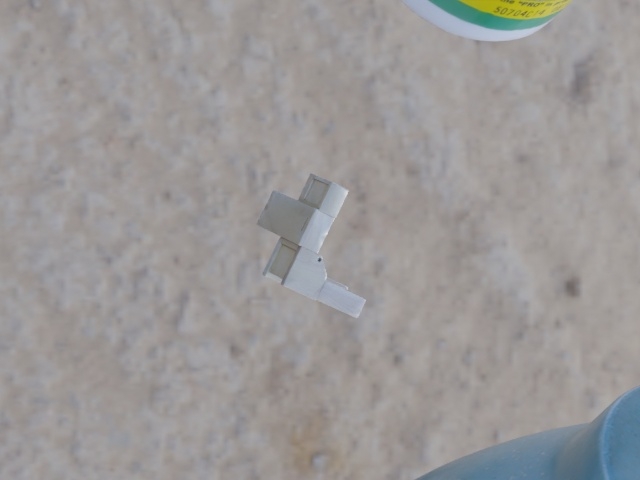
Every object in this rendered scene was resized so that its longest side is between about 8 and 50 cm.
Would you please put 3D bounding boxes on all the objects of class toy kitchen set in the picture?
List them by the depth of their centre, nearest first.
[{"bbox_3d":[0.000,0.000,1.249,0.075,0.068,0.083,26,90,-33],"label":"toy kitchen set"}]

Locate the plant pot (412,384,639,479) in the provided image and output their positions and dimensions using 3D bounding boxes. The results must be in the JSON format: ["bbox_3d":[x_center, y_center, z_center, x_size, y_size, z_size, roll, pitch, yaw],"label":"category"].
[{"bbox_3d":[0.118,0.172,0.560,0.293,0.293,0.196,3,129,-43],"label":"plant pot"}]

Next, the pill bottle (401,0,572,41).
[{"bbox_3d":[0.105,-0.181,0.668,0.117,0.208,0.118,14,57,-23],"label":"pill bottle"}]
